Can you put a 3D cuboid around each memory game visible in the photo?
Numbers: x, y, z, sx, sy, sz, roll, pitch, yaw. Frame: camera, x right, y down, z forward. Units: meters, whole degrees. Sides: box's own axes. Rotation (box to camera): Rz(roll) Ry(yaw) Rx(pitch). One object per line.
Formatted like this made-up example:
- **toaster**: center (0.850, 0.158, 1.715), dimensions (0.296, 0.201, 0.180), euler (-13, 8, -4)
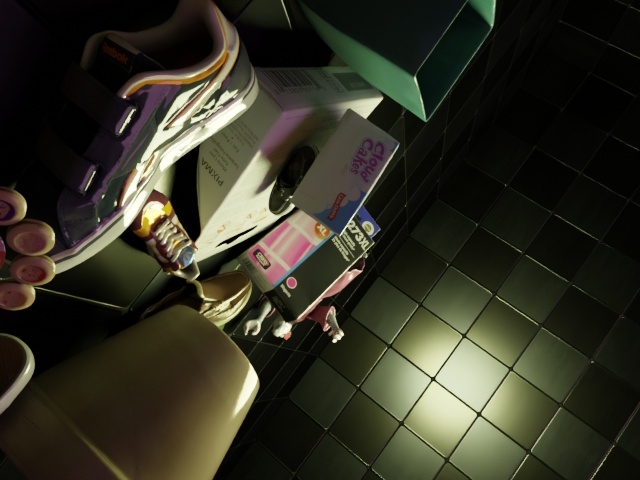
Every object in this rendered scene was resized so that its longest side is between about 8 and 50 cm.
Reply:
- **memory game**: center (-0.320, 0.010, 0.418), dimensions (0.186, 0.012, 0.186), euler (-11, 134, -11)

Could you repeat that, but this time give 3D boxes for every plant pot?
- **plant pot**: center (0.088, -0.312, 0.681), dimensions (0.165, 0.234, 0.165), euler (-55, 163, 4)
- **plant pot**: center (-0.251, 0.251, 0.728), dimensions (0.280, 0.323, 0.323), euler (-46, 161, -31)

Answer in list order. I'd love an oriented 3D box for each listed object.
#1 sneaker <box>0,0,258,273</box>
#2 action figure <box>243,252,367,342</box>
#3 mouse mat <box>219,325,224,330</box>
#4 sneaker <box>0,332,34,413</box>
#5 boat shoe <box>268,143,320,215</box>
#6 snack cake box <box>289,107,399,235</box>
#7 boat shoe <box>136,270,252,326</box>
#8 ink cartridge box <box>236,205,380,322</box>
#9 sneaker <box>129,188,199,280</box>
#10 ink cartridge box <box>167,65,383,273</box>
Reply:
- **sneaker**: center (-0.204, -0.112, 0.489), dimensions (0.321, 0.126, 0.127), euler (-48, 156, -14)
- **action figure**: center (-0.055, 0.127, 1.344), dimensions (0.370, 0.248, 0.275), euler (-54, -154, 37)
- **mouse mat**: center (-0.279, 0.245, 1.167), dimensions (0.153, 0.007, 0.189), euler (-28, 148, -55)
- **sneaker**: center (-0.440, 0.211, 0.544), dimensions (0.290, 0.106, 0.123), euler (-38, 166, -20)
- **boat shoe**: center (-0.051, -0.093, 0.792), dimensions (0.040, 0.049, 0.142), euler (-22, 153, -51)
- **snack cake box**: center (0.040, -0.097, 0.804), dimensions (0.152, 0.089, 0.264), euler (-56, 178, 5)
- **boat shoe**: center (-0.220, 0.113, 0.928), dimensions (0.257, 0.095, 0.095), euler (-36, 149, -44)
- **ink cartridge box**: center (0.000, 0.000, 1.144), dimensions (0.371, 0.175, 0.069), euler (-43, -170, -36)
- **sneaker**: center (-0.216, -0.005, 0.721), dimensions (0.069, 0.084, 0.185), euler (-48, 162, -18)
- **ink cartridge box**: center (-0.098, -0.125, 0.870), dimensions (0.385, 0.091, 0.308), euler (-45, 171, 35)
